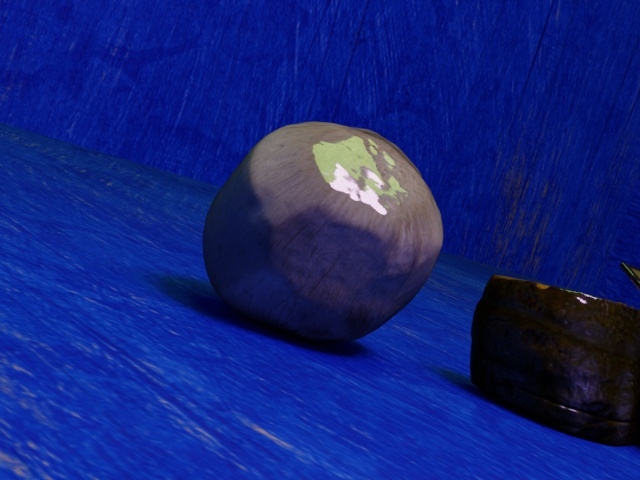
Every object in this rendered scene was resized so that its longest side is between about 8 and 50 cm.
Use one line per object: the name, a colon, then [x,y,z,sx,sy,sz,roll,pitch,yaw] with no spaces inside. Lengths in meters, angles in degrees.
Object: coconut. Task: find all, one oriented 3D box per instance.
coconut: [0.000,0.000,1.081,0.224,0.224,0.224,19,4,-2]

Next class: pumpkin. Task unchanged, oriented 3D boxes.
pumpkin: [0.266,0.120,1.097,0.247,0.131,0.126,13,-3,-10]

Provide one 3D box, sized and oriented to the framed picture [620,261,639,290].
framed picture: [0.433,0.156,1.110,0.244,0.013,0.324,17,31,-46]
